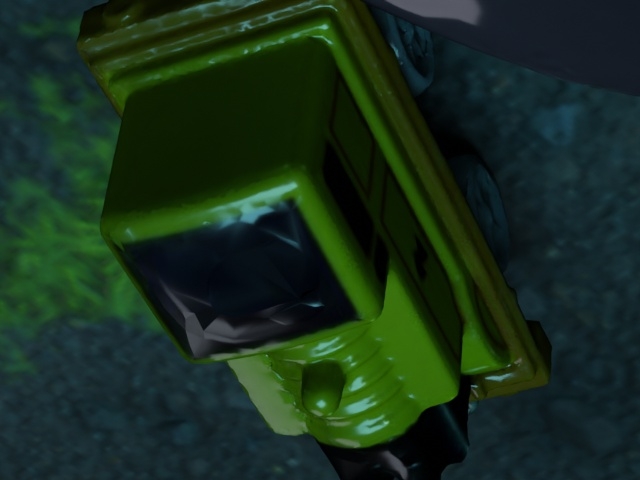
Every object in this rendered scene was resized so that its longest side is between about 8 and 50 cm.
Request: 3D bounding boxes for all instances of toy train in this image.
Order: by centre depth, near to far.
[{"bbox_3d":[0.000,0.000,0.601,0.089,0.127,0.219,-14,129,19],"label":"toy train"}]

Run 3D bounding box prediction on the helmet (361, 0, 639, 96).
[{"bbox_3d":[0.071,-0.137,0.344,0.338,0.197,0.271,3,138,-46],"label":"helmet"}]
